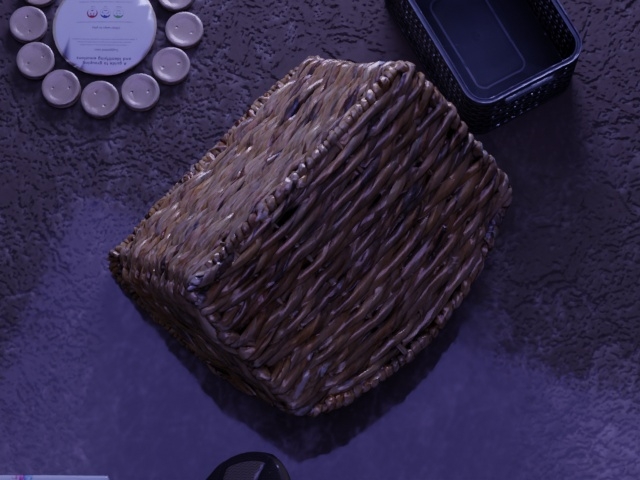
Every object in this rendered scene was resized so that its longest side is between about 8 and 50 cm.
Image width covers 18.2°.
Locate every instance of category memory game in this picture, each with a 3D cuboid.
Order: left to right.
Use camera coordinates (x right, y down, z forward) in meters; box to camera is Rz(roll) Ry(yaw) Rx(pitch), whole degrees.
[{"bbox_3d":[-0.203,-0.202,1.895,0.186,0.012,0.186,0,73,-1],"label":"memory game"}]

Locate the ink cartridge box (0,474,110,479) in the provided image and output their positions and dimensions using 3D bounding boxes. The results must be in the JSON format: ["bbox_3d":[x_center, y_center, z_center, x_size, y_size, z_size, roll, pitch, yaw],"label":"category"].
[{"bbox_3d":[-0.259,0.270,1.688,0.176,0.127,0.128,0,72,-1],"label":"ink cartridge box"}]

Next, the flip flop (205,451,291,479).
[{"bbox_3d":[-0.041,0.317,1.702,0.112,0.080,0.277,-15,88,24],"label":"flip flop"}]

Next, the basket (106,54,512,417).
[{"bbox_3d":[0.000,0.000,1.792,0.299,0.223,0.213,-48,112,-13],"label":"basket"}]

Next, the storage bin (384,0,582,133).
[{"bbox_3d":[0.150,-0.206,1.861,0.122,0.084,0.180,-27,76,-9],"label":"storage bin"}]
